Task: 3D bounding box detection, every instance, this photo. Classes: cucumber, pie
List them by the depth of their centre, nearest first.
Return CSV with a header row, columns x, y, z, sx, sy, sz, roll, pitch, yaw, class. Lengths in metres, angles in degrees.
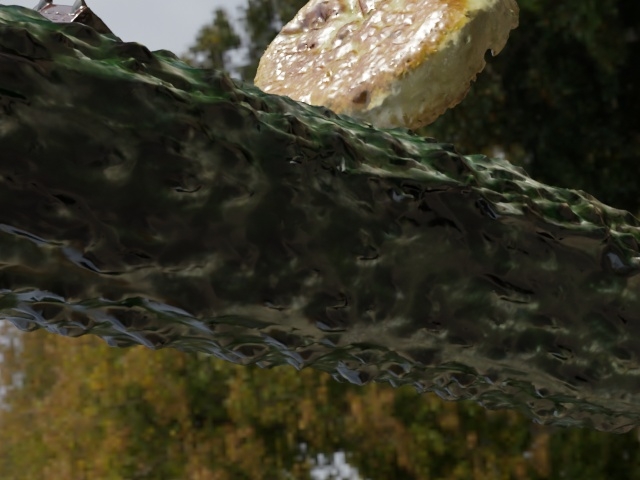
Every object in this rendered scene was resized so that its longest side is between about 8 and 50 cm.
x,y,z,sx,sy,sz,roll,pitch,yaw,class
0.000,0.000,0.424,0.359,0.096,0.096,12,-114,-29,cucumber
0.056,-0.202,1.363,0.092,0.315,0.315,53,-148,-30,pie

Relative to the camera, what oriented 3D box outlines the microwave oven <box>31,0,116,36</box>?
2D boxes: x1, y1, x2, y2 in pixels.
x,y,z,sx,sy,sz,roll,pitch,yaw,class
-0.285,-0.142,1.575,0.178,0.188,0.247,-46,-61,-12,microwave oven
